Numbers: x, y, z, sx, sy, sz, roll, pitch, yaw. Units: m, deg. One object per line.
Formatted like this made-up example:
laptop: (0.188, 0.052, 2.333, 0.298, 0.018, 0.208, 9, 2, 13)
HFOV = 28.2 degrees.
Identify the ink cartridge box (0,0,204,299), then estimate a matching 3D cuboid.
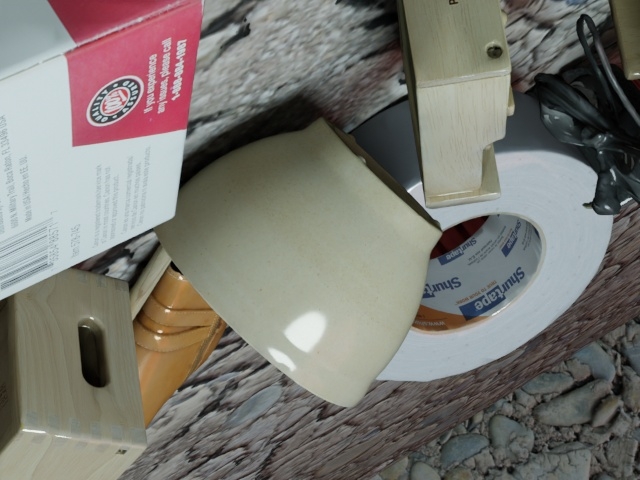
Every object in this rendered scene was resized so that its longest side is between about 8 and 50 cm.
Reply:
ink cartridge box: (-0.142, -0.045, 0.353, 0.176, 0.127, 0.128, -28, 163, -22)

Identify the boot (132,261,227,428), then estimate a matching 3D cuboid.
boot: (-0.118, 0.073, 0.812, 0.152, 0.073, 0.197, -56, 177, 37)

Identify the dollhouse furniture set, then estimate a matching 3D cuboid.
dollhouse furniture set: (0.163, -0.108, 0.647, 0.242, 0.212, 0.161, -8, 162, 3)

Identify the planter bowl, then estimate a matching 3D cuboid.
planter bowl: (0.000, 0.000, 0.726, 0.109, 0.162, 0.162, -46, 162, 8)

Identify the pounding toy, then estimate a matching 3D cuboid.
pounding toy: (-0.143, 0.074, 0.716, 0.100, 0.141, 0.130, 16, 135, -32)

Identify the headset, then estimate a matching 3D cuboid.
headset: (0.297, -0.093, 0.831, 0.394, 0.185, 0.243, -8, 131, -35)

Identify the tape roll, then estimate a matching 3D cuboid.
tape roll: (0.089, 0.001, 0.884, 0.219, 0.072, 0.219, -14, 137, -14)

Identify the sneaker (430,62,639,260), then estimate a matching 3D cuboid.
sneaker: (0.165, -0.046, 1.044, 0.314, 0.116, 0.136, -34, 178, 12)
